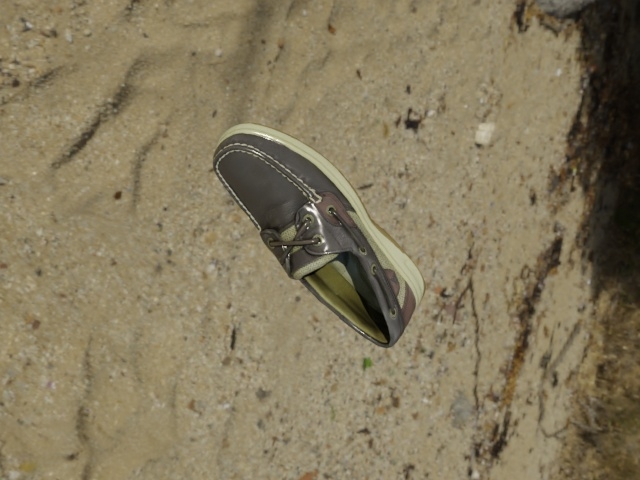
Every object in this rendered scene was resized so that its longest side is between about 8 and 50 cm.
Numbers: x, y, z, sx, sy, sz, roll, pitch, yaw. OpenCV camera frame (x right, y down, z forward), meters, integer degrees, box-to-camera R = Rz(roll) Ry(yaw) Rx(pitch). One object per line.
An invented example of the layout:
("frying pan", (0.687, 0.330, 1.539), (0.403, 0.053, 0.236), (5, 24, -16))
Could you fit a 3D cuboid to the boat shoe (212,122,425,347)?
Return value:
("boat shoe", (0.000, 0.001, 0.517), (0.223, 0.080, 0.073), (44, 39, -19))
